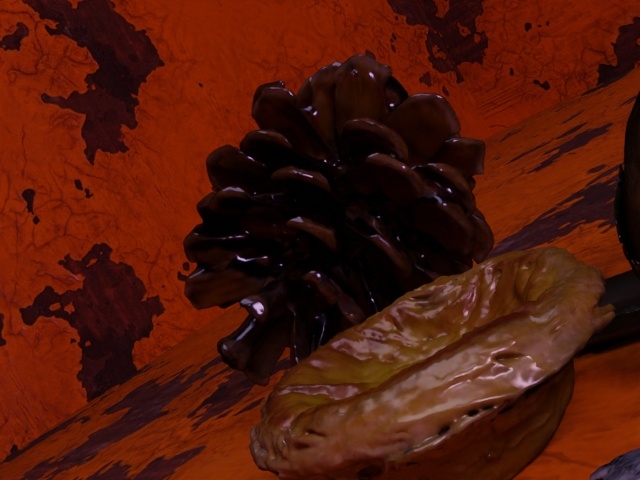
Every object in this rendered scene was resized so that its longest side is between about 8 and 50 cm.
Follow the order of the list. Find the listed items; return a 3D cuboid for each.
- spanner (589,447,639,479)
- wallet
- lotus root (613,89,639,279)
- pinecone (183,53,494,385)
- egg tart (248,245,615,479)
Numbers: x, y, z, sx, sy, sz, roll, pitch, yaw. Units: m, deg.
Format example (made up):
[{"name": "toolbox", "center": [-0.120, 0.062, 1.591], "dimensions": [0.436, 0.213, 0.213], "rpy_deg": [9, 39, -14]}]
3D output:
[{"name": "spanner", "center": [0.239, 0.071, 0.446], "dimensions": [0.302, 0.017, 0.071], "rpy_deg": [-39, -10, 34]}, {"name": "wallet", "center": [0.217, 0.071, 0.810], "dimensions": [0.198, 0.031, 0.110], "rpy_deg": [-26, 6, 38]}, {"name": "lotus root", "center": [0.323, -0.068, 0.699], "dimensions": [0.397, 0.179, 0.196], "rpy_deg": [-49, -19, -61]}, {"name": "pinecone", "center": [0.000, 0.000, 1.059], "dimensions": [0.384, 0.384, 0.384], "rpy_deg": [-29, 5, 3]}, {"name": "egg tart", "center": [0.087, 0.112, 0.679], "dimensions": [0.295, 0.116, 0.295], "rpy_deg": [-27, 5, 3]}]
